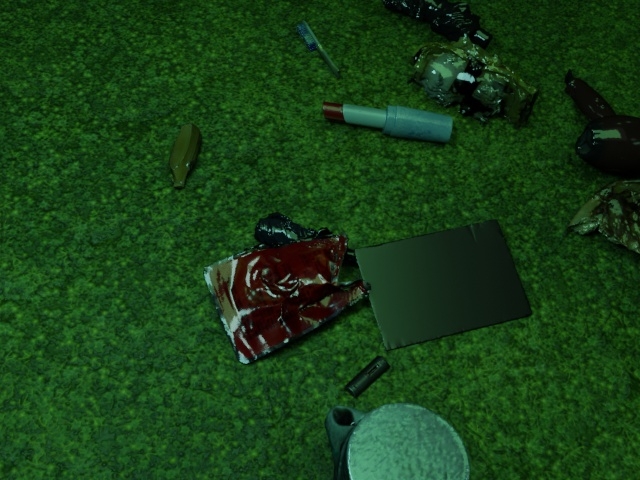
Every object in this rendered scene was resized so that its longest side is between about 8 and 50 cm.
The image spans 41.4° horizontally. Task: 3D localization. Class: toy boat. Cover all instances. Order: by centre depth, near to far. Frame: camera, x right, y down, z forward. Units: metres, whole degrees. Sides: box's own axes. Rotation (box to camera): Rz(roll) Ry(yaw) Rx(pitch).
[{"bbox_3d":[-0.265,-0.168,1.676,0.047,0.049,0.149,-7,53,24],"label":"toy boat"}]

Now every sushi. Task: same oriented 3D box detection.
[{"bbox_3d":[0.330,-0.347,1.837,0.291,0.139,0.131,29,64,10],"label":"sushi"}]

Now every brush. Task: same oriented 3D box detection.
[{"bbox_3d":[-0.007,-0.427,1.903,0.030,0.033,0.178,-23,61,-15],"label":"brush"}]

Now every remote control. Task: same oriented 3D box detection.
[{"bbox_3d":[0.081,0.233,1.467,0.034,0.016,0.091,43,61,15],"label":"remote control"}]

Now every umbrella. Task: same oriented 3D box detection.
[{"bbox_3d":[-0.002,0.005,1.582,0.248,0.071,0.070,18,55,6],"label":"umbrella"},{"bbox_3d":[0.280,-0.532,1.978,0.272,0.122,0.110,32,100,9],"label":"umbrella"}]

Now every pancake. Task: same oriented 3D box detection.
[{"bbox_3d":[0.651,-0.053,1.727,0.258,0.056,0.212,26,63,1],"label":"pancake"}]

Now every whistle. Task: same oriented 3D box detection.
[{"bbox_3d":[0.130,0.423,1.249,0.188,0.168,0.404,-5,56,-13],"label":"whistle"}]

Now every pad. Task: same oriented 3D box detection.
[{"bbox_3d":[0.229,0.078,1.575,0.300,0.005,0.202,-12,72,-16],"label":"pad"}]

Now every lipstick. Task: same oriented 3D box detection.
[{"bbox_3d":[0.137,-0.254,1.781,0.274,0.068,0.061,8,61,-4],"label":"lipstick"}]

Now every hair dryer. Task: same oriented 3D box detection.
[{"bbox_3d":[0.660,-0.275,1.873,0.313,0.123,0.340,0,44,-21],"label":"hair dryer"}]

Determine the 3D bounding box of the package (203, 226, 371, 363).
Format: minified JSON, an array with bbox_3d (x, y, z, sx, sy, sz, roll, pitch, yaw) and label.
[{"bbox_3d":[-0.054,0.083,1.502,0.270,0.071,0.194,-18,65,-15],"label":"package"}]
